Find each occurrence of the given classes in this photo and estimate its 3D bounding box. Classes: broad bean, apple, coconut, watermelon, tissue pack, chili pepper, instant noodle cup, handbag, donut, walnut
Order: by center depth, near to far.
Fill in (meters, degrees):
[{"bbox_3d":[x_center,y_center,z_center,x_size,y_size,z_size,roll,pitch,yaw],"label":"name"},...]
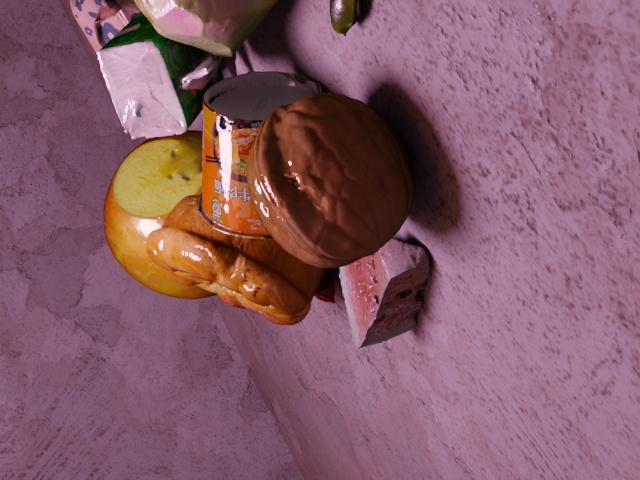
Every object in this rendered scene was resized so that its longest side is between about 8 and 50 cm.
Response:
[{"bbox_3d":[0.025,-0.322,0.920,0.069,0.039,0.226,41,152,39],"label":"broad bean"},{"bbox_3d":[0.009,-0.078,1.052,0.228,0.228,0.228,55,161,28],"label":"walnut"},{"bbox_3d":[-0.160,-0.364,1.135,0.236,0.205,0.236,41,147,35],"label":"coconut"},{"bbox_3d":[0.096,0.056,1.226,0.241,0.094,0.154,118,134,-69],"label":"watermelon"},{"bbox_3d":[-0.079,-0.137,1.230,0.230,0.230,0.182,44,145,49],"label":"instant noodle cup"},{"bbox_3d":[-0.216,-0.270,1.267,0.209,0.156,0.148,-74,-25,-57],"label":"tissue pack"},{"bbox_3d":[-0.151,0.036,1.491,0.317,0.150,0.299,25,164,5],"label":"donut"},{"bbox_3d":[-0.021,0.052,1.590,0.191,0.059,0.050,55,158,35],"label":"chili pepper"},{"bbox_3d":[-0.375,-0.440,1.723,0.193,0.190,0.251,27,149,54],"label":"handbag"},{"bbox_3d":[-0.298,-0.057,1.886,0.374,0.374,0.384,35,108,59],"label":"apple"}]

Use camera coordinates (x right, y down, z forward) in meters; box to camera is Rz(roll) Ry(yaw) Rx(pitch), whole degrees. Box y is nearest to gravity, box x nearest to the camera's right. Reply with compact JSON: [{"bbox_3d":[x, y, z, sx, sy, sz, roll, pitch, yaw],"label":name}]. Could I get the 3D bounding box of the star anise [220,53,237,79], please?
[{"bbox_3d":[-0.235,-0.410,1.445,0.331,0.118,0.331,47,156,28],"label":"star anise"}]
